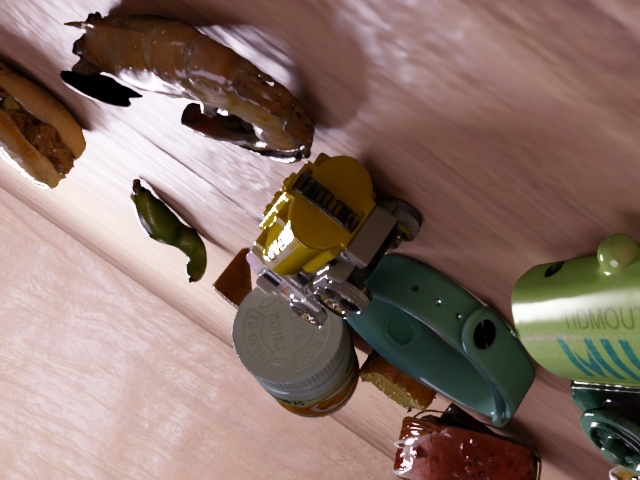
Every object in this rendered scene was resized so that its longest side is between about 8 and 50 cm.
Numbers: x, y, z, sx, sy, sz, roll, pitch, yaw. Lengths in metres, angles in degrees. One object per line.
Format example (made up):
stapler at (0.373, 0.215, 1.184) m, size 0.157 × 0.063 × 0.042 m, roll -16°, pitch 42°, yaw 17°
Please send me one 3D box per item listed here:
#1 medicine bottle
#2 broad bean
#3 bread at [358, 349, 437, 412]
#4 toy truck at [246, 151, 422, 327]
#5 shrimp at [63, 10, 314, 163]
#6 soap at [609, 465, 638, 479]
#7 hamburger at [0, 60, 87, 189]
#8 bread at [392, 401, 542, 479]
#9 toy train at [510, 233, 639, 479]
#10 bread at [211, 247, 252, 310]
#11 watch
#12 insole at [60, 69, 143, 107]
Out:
medicine bottle at (-0.025, 0.179, 1.116) m, size 0.158 × 0.158 × 0.318 m, roll 29°, pitch 165°, yaw 19°
broad bean at (-0.247, -0.017, 1.174) m, size 0.048 × 0.070 × 0.214 m, roll -1°, pitch 135°, yaw 37°
bread at (0.116, 0.204, 1.079) m, size 0.103 × 0.065 × 0.187 m, roll 32°, pitch 163°, yaw 3°
toy truck at (0.000, 0.000, 0.642) m, size 0.114 × 0.098 × 0.227 m, roll 37°, pitch 163°, yaw -4°
shrimp at (-0.102, -0.120, 0.582) m, size 0.253 × 0.058 × 0.173 m, roll 21°, pitch 168°, yaw 44°
soap at (0.397, 0.267, 0.658) m, size 0.232 × 0.073 × 0.140 m, roll 38°, pitch 166°, yaw -12°
hamburger at (-0.434, -0.165, 1.024) m, size 0.213 × 0.108 × 0.214 m, roll 31°, pitch 163°, yaw 10°
bread at (0.213, 0.321, 1.080) m, size 0.224 × 0.143 × 0.212 m, roll 6°, pitch 164°, yaw 37°
toy train at (0.209, 0.061, 0.410) m, size 0.157 × 0.105 × 0.253 m, roll 50°, pitch 163°, yaw -4°
bread at (-0.132, 0.068, 1.089) m, size 0.062 × 0.109 × 0.043 m, roll -7°, pitch 174°, yaw -13°
watch at (0.126, 0.104, 0.761) m, size 0.237 × 0.068 × 0.195 m, roll 47°, pitch 159°, yaw -27°
insole at (-0.195, -0.138, 0.658) m, size 0.064 × 0.004 × 0.188 m, roll 28°, pitch -170°, yaw -10°
